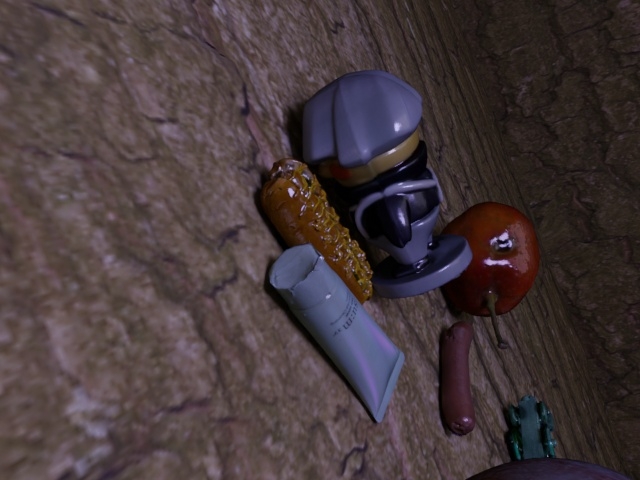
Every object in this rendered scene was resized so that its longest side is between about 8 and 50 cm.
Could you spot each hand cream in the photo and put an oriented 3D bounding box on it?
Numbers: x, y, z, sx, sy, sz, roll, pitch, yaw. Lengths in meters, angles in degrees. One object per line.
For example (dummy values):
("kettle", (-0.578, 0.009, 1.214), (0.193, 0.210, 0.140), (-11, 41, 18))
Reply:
("hand cream", (0.024, 0.085, 0.625), (0.205, 0.050, 0.078), (53, 48, -38))

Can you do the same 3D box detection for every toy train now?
("toy train", (0.337, 0.331, 1.071), (0.178, 0.071, 0.104), (-78, 148, -49))

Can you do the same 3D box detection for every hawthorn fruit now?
("hawthorn fruit", (0.249, 0.071, 0.985), (0.165, 0.165, 0.285), (53, 27, -33))

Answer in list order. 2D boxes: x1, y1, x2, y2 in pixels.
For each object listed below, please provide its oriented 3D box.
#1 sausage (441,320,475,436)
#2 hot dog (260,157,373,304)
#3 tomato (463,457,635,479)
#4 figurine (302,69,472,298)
("sausage", (0.179, 0.170, 0.890), (0.043, 0.043, 0.186), (56, 27, -27))
("hot dog", (0.000, 0.000, 0.643), (0.165, 0.045, 0.071), (56, 26, -27))
("tomato", (0.174, 0.312, 0.466), (0.317, 0.283, 0.316), (41, 39, -45))
("figurine", (0.072, -0.072, 0.755), (0.176, 0.133, 0.236), (-74, 140, -67))
